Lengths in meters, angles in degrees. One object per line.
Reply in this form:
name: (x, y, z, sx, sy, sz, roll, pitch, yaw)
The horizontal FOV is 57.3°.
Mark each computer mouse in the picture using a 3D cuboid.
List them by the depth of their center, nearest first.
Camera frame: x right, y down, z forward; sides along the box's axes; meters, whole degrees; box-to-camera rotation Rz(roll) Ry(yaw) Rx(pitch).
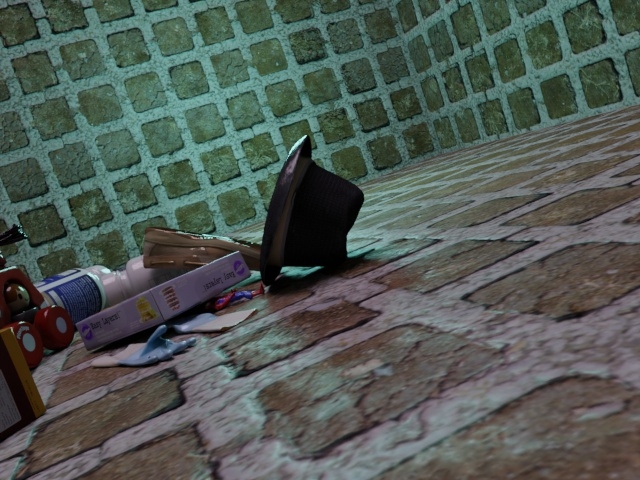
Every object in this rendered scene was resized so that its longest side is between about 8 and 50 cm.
computer mouse: (-0.764, 0.008, 1.267, 0.262, 0.060, 0.184, -12, 12, 33)

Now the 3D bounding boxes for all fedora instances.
fedora: (-0.006, -0.038, 1.136, 0.153, 0.333, 0.334, 17, 12, 4)

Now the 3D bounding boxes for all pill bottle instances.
pill bottle: (-0.411, 0.094, 1.448, 0.229, 0.131, 0.131, -22, 7, -14)
pill bottle: (-0.675, 0.162, 1.562, 0.153, 0.153, 0.265, -16, 8, 26)

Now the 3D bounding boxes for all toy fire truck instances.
toy fire truck: (-0.683, 0.151, 1.243, 0.170, 0.253, 0.302, -18, 7, 8)

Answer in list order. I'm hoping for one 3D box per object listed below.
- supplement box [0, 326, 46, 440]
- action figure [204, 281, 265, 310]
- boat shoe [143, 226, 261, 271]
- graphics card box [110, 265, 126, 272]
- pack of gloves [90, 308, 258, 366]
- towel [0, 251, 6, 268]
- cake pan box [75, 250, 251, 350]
supplement box: (-0.511, 0.222, 0.747, 0.191, 0.129, 0.194, -16, 7, 24)
action figure: (-0.164, 0.107, 1.109, 0.115, 0.030, 0.038, -22, 12, -1)
boat shoe: (-0.245, 0.045, 1.337, 0.341, 0.110, 0.122, 10, 1, 18)
graphics card box: (-0.624, 0.132, 1.901, 0.371, 0.094, 0.233, -19, 7, 9)
pack of gloves: (-0.250, 0.146, 0.971, 0.232, 0.046, 0.195, -13, 11, 44)
towel: (-0.785, 0.178, 1.318, 0.031, 0.274, 0.199, 13, 26, 37)
cake pan box: (-0.302, 0.116, 1.161, 0.246, 0.070, 0.267, -20, 4, 35)
